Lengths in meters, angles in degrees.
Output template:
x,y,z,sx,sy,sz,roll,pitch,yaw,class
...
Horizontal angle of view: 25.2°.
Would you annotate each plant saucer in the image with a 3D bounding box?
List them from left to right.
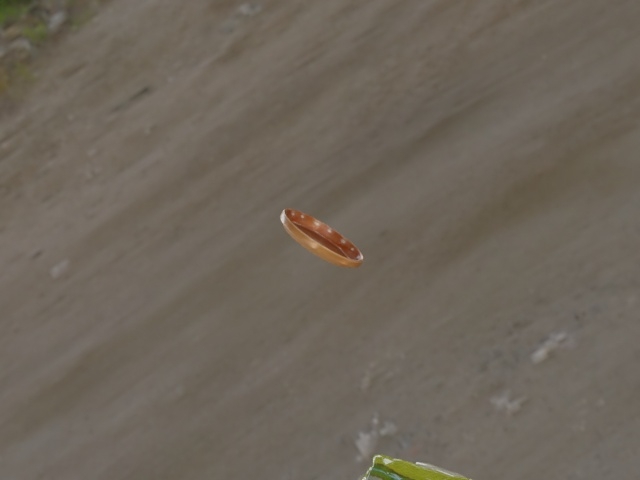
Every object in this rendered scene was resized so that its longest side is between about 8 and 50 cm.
x,y,z,sx,sy,sz,roll,pitch,yaw,class
0.000,0.000,1.256,0.013,0.083,0.083,-58,20,12,plant saucer

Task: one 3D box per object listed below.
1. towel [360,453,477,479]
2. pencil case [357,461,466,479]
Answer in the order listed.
x,y,z,sx,sy,sz,roll,pitch,yaw,class
0.042,0.140,0.483,0.102,0.021,0.237,9,19,10,towel
0.064,0.367,0.998,0.159,0.410,0.183,12,5,10,pencil case
